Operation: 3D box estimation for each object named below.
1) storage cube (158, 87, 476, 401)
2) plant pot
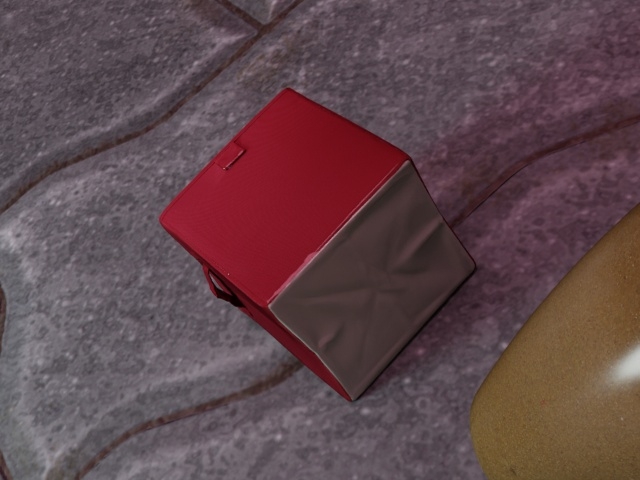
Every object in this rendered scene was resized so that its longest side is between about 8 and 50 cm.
[{"bbox_3d":[0.000,0.000,1.017,0.215,0.183,0.193,-45,45,-8],"label":"storage cube"},{"bbox_3d":[0.233,0.102,0.753,0.254,0.237,0.237,-39,34,43],"label":"plant pot"}]
